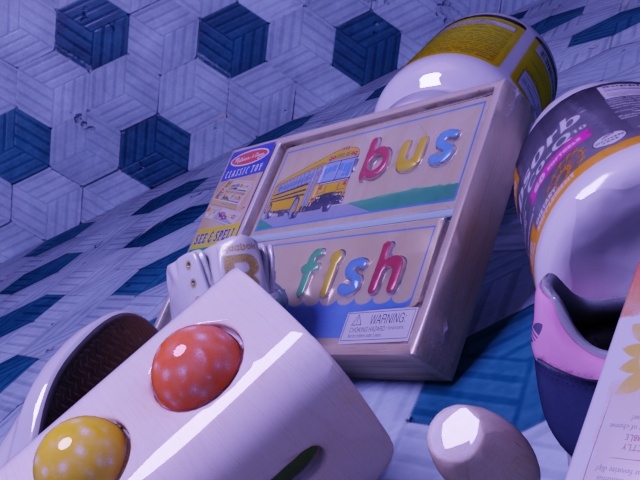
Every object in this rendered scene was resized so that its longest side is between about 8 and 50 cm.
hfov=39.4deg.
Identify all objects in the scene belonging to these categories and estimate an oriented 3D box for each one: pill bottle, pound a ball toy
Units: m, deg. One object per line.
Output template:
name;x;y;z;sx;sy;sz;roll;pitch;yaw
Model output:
pill bottle;0.172;-0.150;1.078;0.188;0.188;0.334;-17;17;29
pill bottle;0.222;-0.024;0.638;0.162;0.162;0.278;-22;16;14
pound a ball toy;-0.070;0.148;0.479;0.319;0.135;0.208;-41;41;-9

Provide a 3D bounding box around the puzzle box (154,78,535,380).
puzzle box;0.000;0.000;0.878;0.409;0.052;0.272;-8;53;48

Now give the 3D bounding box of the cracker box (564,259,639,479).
cracker box;0.163;0.112;0.309;0.156;0.067;0.232;-4;49;48

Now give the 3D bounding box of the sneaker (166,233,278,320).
sneaker;-0.063;0.082;0.697;0.108;0.169;0.292;-5;6;-26

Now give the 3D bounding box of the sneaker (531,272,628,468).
sneaker;0.261;0.035;0.442;0.319;0.131;0.112;-21;15;16

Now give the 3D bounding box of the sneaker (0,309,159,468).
sneaker;-0.219;0.177;0.687;0.123;0.106;0.290;-21;33;39
